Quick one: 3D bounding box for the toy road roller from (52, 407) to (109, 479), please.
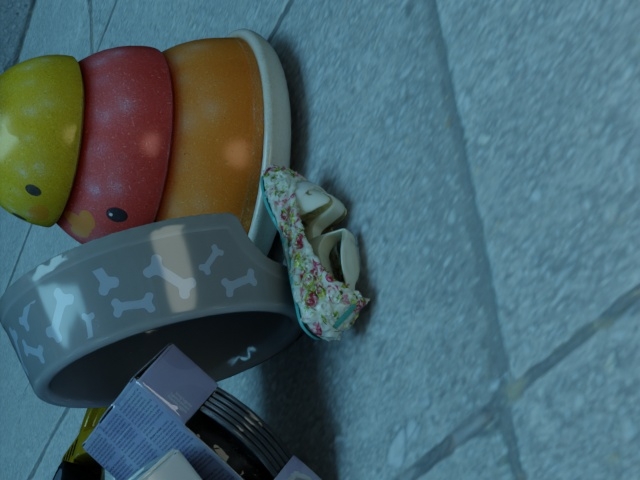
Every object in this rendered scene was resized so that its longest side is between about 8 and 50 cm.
[{"bbox_3d":[-0.287,0.343,1.810,0.329,0.203,0.240,131,154,-54],"label":"toy road roller"}]

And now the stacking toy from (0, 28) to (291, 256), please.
[{"bbox_3d":[-0.301,-0.113,1.556,0.351,0.480,0.350,-174,90,-69],"label":"stacking toy"}]

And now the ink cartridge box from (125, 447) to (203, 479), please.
[{"bbox_3d":[-0.131,0.368,1.321,0.273,0.115,0.198,52,151,1],"label":"ink cartridge box"}]

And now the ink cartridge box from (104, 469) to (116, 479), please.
[{"bbox_3d":[-0.224,0.310,1.616,0.092,0.090,0.143,166,103,-72],"label":"ink cartridge box"}]

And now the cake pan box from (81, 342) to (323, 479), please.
[{"bbox_3d":[-0.128,0.250,1.391,0.070,0.246,0.267,-50,0,-34],"label":"cake pan box"}]

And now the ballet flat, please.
[{"bbox_3d":[0.000,0.000,1.348,0.077,0.091,0.241,-36,50,22],"label":"ballet flat"}]

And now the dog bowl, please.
[{"bbox_3d":[-0.174,0.089,1.409,0.349,0.349,0.102,-48,55,56],"label":"dog bowl"}]
